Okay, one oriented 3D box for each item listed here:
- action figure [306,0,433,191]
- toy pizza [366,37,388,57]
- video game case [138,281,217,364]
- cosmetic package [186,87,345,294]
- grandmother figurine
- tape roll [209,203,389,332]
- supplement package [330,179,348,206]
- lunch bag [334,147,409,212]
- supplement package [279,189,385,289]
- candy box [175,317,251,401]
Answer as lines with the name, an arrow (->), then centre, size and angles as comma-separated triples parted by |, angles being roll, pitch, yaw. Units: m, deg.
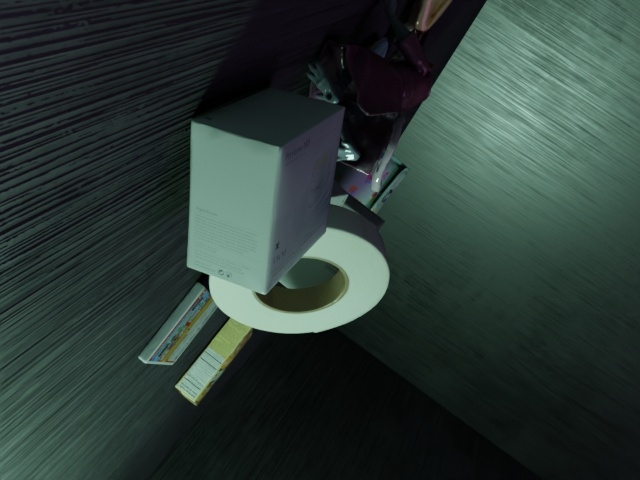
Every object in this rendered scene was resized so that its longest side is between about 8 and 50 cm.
action figure -> 0.140, -0.302, 1.114 | 0.370, 0.275, 0.248 | -31, 153, -42
toy pizza -> 0.090, -0.382, 1.325 | 0.201, 0.032, 0.201 | -55, 174, -8
video game case -> -0.327, 0.207, 1.373 | 0.204, 0.025, 0.285 | -53, 175, -12
cosmetic package -> -0.076, -0.083, 0.843 | 0.224, 0.138, 0.225 | -47, 149, -55
grandmother figurine -> 0.245, -0.531, 1.412 | 0.208, 0.104, 0.342 | -37, 161, -44
tape roll -> -0.045, 0.073, 1.238 | 0.392, 0.391, 0.072 | 120, -27, -43
supplement package -> -0.046, -0.086, 1.257 | 0.179, 0.105, 0.105 | -12, 141, -47
lunch bag -> 0.134, -0.181, 1.716 | 0.262, 0.160, 0.223 | 30, 99, -43
supplement package -> 0.000, 0.000, 1.451 | 0.262, 0.204, 0.145 | -54, 174, 16
candy box -> -0.363, 0.411, 1.983 | 0.316, 0.087, 0.183 | -53, 174, -22
